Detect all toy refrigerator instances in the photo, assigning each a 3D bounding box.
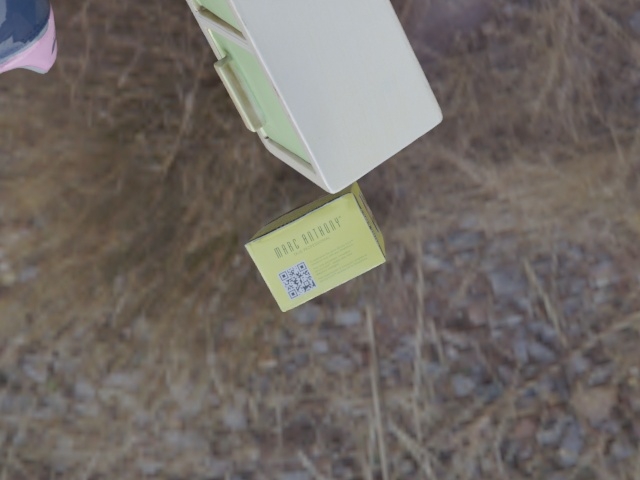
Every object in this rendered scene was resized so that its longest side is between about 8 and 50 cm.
[{"bbox_3d":[-0.038,-0.165,0.950,0.094,0.102,0.269,-35,121,-11],"label":"toy refrigerator"}]

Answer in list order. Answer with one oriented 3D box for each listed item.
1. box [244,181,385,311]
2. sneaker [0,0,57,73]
[{"bbox_3d":[0.000,0.000,1.250,0.087,0.232,0.058,-27,94,2],"label":"box"},{"bbox_3d":[-0.298,-0.081,0.941,0.319,0.112,0.131,-20,143,13],"label":"sneaker"}]
